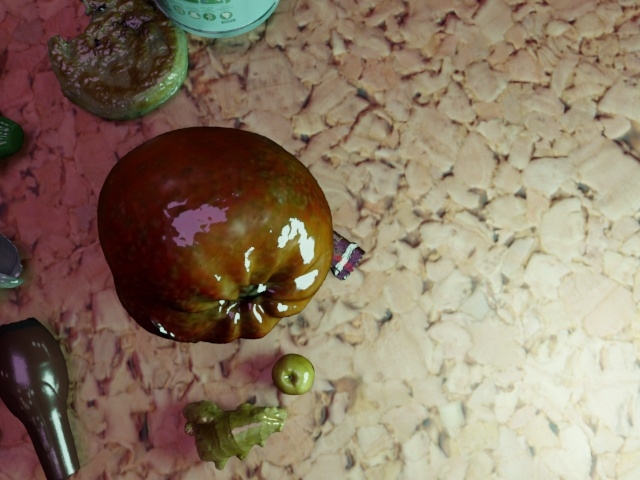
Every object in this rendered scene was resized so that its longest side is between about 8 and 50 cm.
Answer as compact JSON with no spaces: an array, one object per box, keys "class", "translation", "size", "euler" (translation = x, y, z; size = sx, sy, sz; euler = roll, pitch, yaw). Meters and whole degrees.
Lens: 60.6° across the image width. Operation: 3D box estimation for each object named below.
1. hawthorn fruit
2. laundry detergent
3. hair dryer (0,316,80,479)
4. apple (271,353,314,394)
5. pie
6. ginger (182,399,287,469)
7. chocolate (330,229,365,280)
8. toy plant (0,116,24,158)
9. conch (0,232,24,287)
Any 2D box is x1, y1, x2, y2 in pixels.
[{"class":"hawthorn fruit","translation":[-0.184,-0.026,0.963],"size":[0.403,0.403,0.402],"euler":[0,82,2]},{"class":"laundry detergent","translation":[-0.212,-0.569,1.050],"size":[0.288,0.305,0.287],"euler":[0,79,-2]},{"class":"hair dryer","translation":[-0.643,0.331,1.037],"size":[0.341,0.123,0.312],"euler":[-16,85,-2]},{"class":"apple","translation":[-0.052,0.257,1.051],"size":[0.084,0.071,0.083],"euler":[-1,81,4]},{"class":"pie","translation":[-0.426,-0.395,1.163],"size":[0.303,0.067,0.302],"euler":[0,80,2]},{"class":"ginger","translation":[-0.166,0.365,1.037],"size":[0.206,0.081,0.115],"euler":[-2,50,10]},{"class":"chocolate","translation":[0.000,0.000,1.108],"size":[0.182,0.028,0.086],"euler":[40,83,9]},{"class":"toy plant","translation":[-0.737,-0.228,1.145],"size":[0.241,0.088,0.154],"euler":[26,71,16]},{"class":"conch","translation":[-0.700,0.068,1.077],"size":[0.200,0.131,0.172],"euler":[14,53,-34]}]
